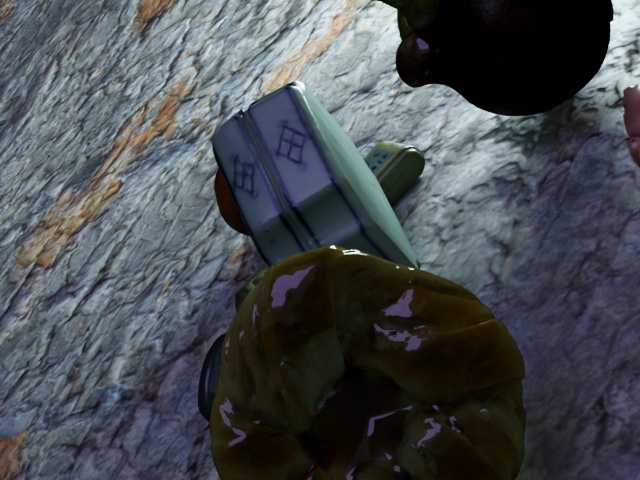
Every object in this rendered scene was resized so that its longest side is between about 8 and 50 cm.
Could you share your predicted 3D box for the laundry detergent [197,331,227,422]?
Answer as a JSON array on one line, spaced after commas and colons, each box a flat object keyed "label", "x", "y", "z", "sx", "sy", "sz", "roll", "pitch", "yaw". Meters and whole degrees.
[{"label": "laundry detergent", "x": -0.035, "y": 0.152, "z": 1.805, "sx": 0.222, "sy": 0.078, "sz": 0.144, "roll": -13, "pitch": 44, "yaw": 31}]

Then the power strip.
[{"label": "power strip", "x": 0.000, "y": 0.000, "z": 2.226, "sx": 0.387, "sy": 0.066, "sz": 0.092, "roll": -48, "pitch": 29, "yaw": -13}]

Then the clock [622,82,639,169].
[{"label": "clock", "x": 0.461, "y": -0.162, "z": 1.904, "sx": 0.162, "sy": 0.092, "sz": 0.166, "roll": -22, "pitch": 34, "yaw": 23}]

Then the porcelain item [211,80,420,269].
[{"label": "porcelain item", "x": -0.009, "y": -0.045, "z": 2.034, "sx": 0.157, "sy": 0.286, "sz": 0.281, "roll": -31, "pitch": 56, "yaw": 9}]

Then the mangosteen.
[{"label": "mangosteen", "x": 0.250, "y": -0.303, "z": 2.117, "sx": 0.313, "sy": 0.297, "sz": 0.297, "roll": -33, "pitch": 28, "yaw": -13}]

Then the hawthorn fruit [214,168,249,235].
[{"label": "hawthorn fruit", "x": -0.088, "y": -0.086, "z": 2.369, "sx": 0.157, "sy": 0.157, "sz": 0.194, "roll": -38, "pitch": 12, "yaw": 3}]

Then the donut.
[{"label": "donut", "x": 0.048, "y": 0.180, "z": 1.655, "sx": 0.360, "sy": 0.360, "sz": 0.170, "roll": -41, "pitch": -5, "yaw": -2}]
